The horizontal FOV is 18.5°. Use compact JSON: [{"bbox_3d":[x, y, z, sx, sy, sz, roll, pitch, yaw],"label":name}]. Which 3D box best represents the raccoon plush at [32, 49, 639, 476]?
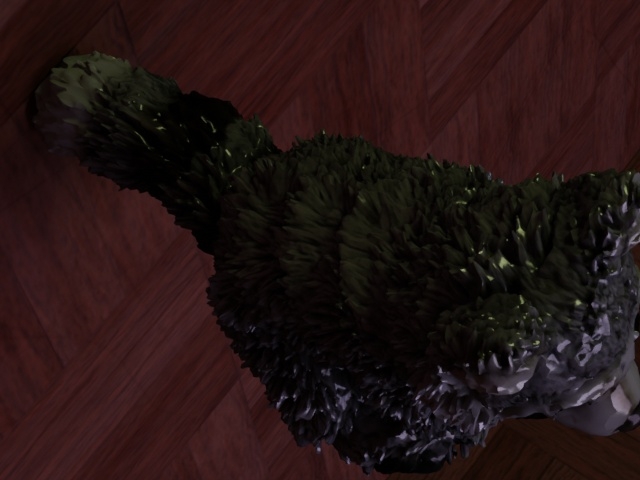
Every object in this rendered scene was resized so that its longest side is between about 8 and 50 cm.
[{"bbox_3d":[0.000,0.000,1.236,0.299,0.446,0.216,111,1,-74],"label":"raccoon plush"}]
